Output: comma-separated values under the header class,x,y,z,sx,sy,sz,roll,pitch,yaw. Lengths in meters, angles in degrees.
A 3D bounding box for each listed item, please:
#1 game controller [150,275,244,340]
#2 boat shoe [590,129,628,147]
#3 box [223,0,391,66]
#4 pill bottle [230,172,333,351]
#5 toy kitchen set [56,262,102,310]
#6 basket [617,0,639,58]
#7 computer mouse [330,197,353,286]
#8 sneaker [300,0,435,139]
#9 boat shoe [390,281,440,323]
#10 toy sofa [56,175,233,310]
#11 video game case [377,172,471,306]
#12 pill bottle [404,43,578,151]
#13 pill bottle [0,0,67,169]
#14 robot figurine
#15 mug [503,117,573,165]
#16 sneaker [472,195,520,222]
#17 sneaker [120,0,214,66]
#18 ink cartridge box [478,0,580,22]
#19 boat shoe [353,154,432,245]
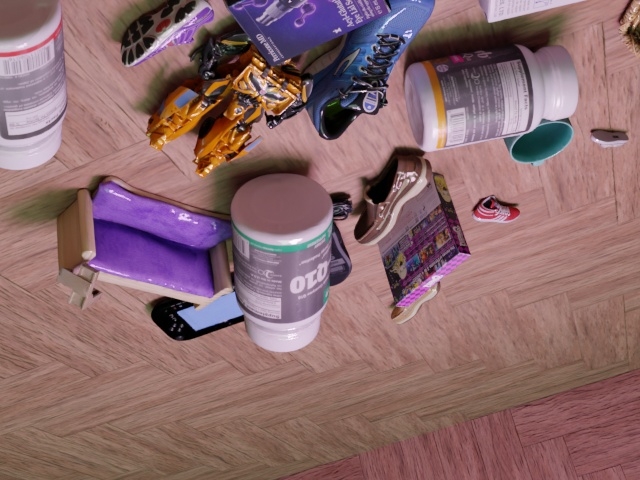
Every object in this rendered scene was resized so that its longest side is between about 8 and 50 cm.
class,x,y,z,sx,sy,sz,roll,pitch,yaw
game controller,-0.256,0.164,2.061,0.319,0.067,0.166,-20,149,11
boat shoe,0.622,-0.216,1.802,0.100,0.035,0.035,-4,147,-27
box,-0.025,-0.373,1.212,0.207,0.108,0.153,-23,149,15
pill bottle,-0.080,0.055,1.735,0.204,0.204,0.361,-7,135,-10
toy kitchen set,-0.453,0.073,1.581,0.068,0.075,0.083,27,108,6
basket,0.682,-0.379,1.374,0.223,0.213,0.299,-3,148,-19
computer mouse,0.000,0.000,1.894,0.188,0.072,0.272,-13,138,4
sneaker,0.086,-0.285,1.365,0.129,0.147,0.330,7,144,-31
boat shoe,0.241,0.156,2.257,0.072,0.068,0.190,21,127,-27
toy sofa,-0.339,0.016,1.697,0.177,0.150,0.362,-34,144,33
video game case,0.218,0.002,1.833,0.042,0.210,0.232,8,143,-33
pill bottle,0.301,-0.259,1.478,0.278,0.162,0.162,-12,150,-4
pill bottle,-0.454,-0.242,1.209,0.161,0.161,0.283,-3,149,-17
robot figurine,-0.151,-0.229,1.402,0.211,0.085,0.291,30,132,-34
mug,0.416,-0.222,1.647,0.129,0.097,0.158,1,148,-24
sneaker,0.423,-0.074,1.953,0.118,0.042,0.067,-3,152,-12
sneaker,-0.234,-0.313,1.274,0.170,0.068,0.071,-26,153,20
ink cartridge box,0.408,-0.484,1.153,0.395,0.151,0.270,-12,150,1
boat shoe,0.128,-0.091,1.770,0.095,0.095,0.257,13,131,-28
